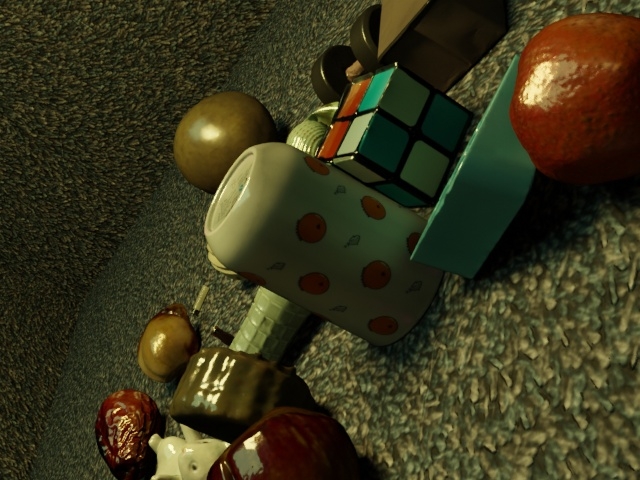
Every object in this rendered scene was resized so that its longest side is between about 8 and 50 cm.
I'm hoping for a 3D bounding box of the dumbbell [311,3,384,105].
[{"bbox_3d":[0.094,-0.372,1.691,0.218,0.152,0.152,-32,36,53],"label":"dumbbell"}]

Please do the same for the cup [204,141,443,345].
[{"bbox_3d":[0.000,0.000,1.210,0.212,0.317,0.212,-48,25,32],"label":"cup"}]

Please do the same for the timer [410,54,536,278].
[{"bbox_3d":[0.208,-0.103,1.084,0.232,0.091,0.250,108,179,-53],"label":"timer"}]

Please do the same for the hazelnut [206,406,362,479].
[{"bbox_3d":[-0.035,0.332,1.087,0.234,0.218,0.218,119,172,-68],"label":"hazelnut"}]

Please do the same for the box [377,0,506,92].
[{"bbox_3d":[0.218,-0.423,1.466,0.188,0.153,0.252,-45,27,41],"label":"box"}]

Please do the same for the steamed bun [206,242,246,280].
[{"bbox_3d":[-0.205,0.009,1.887,0.183,0.106,0.182,26,123,50],"label":"steamed bun"}]

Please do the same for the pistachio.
[{"bbox_3d":[-0.381,0.259,2.055,0.130,0.165,0.210,67,-154,-66],"label":"pistachio"}]

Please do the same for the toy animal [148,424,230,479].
[{"bbox_3d":[-0.225,0.406,1.483,0.282,0.138,0.140,-36,28,47],"label":"toy animal"}]

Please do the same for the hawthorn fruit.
[{"bbox_3d":[0.323,-0.152,0.877,0.226,0.196,0.196,6,67,44],"label":"hawthorn fruit"}]

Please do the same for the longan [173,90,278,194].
[{"bbox_3d":[-0.256,-0.269,2.234,0.297,0.297,0.297,-49,24,31],"label":"longan"}]

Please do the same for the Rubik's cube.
[{"bbox_3d":[0.116,-0.169,1.363,0.180,0.167,0.183,-3,62,65],"label":"Rubik's cube"}]

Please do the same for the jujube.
[{"bbox_3d":[-0.459,0.466,1.939,0.168,0.168,0.236,-53,29,22],"label":"jujube"}]

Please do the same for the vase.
[{"bbox_3d":[-0.097,0.164,1.499,0.298,0.143,0.143,-60,21,12],"label":"vase"}]

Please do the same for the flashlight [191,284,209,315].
[{"bbox_3d":[-0.324,0.162,2.191,0.018,0.018,0.083,-8,56,63],"label":"flashlight"}]

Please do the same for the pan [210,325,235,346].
[{"bbox_3d":[-0.163,0.202,1.592,0.115,0.040,0.212,-56,-20,-9],"label":"pan"}]

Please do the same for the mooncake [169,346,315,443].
[{"bbox_3d":[-0.117,0.256,1.295,0.228,0.228,0.124,-30,40,55],"label":"mooncake"}]

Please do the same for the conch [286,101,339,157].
[{"bbox_3d":[0.029,-0.174,1.631,0.172,0.131,0.200,-43,59,-12],"label":"conch"}]
